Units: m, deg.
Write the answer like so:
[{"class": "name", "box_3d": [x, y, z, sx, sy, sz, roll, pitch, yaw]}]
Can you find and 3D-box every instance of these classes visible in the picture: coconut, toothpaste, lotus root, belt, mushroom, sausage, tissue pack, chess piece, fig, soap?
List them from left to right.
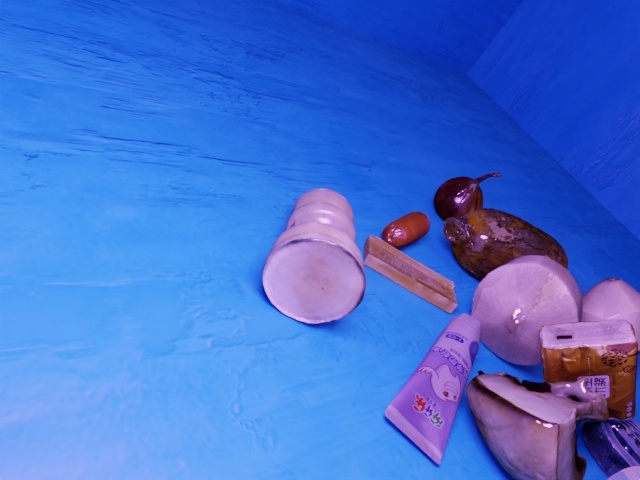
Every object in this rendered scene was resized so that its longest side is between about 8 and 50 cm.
[{"class": "chess piece", "box_3d": [0.000, 0.000, 1.180, 0.182, 0.182, 0.330, 31, 25, -11]}, {"class": "sausage", "box_3d": [0.219, -0.027, 1.525, 0.076, 0.076, 0.197, 46, 31, 14]}, {"class": "soap", "box_3d": [0.210, 0.076, 1.410, 0.252, 0.037, 0.092, 30, 30, -12]}, {"class": "toothpaste", "box_3d": [0.233, 0.265, 1.155, 0.125, 0.080, 0.371, 44, 38, 4]}, {"class": "fig", "box_3d": [0.415, -0.124, 1.784, 0.148, 0.202, 0.149, 29, 64, 11]}, {"class": "lotus root", "box_3d": [0.503, 0.029, 1.632, 0.397, 0.196, 0.179, 21, 28, -21]}, {"class": "mushroom", "box_3d": [0.390, 0.354, 1.141, 0.217, 0.212, 0.292, 7, 14, 41]}, {"class": "coconut", "box_3d": [0.473, 0.159, 1.378, 0.237, 0.237, 0.266, 45, 32, 14]}, {"class": "tissue pack", "box_3d": [0.561, 0.278, 1.261, 0.183, 0.226, 0.092, -6, 29, 16]}, {"class": "coconut", "box_3d": [0.790, 0.210, 1.636, 0.202, 0.222, 0.202, -4, 6, 0]}, {"class": "belt", "box_3d": [0.660, 0.457, 1.309, 0.141, 0.082, 0.190, -14, 56, -42]}]

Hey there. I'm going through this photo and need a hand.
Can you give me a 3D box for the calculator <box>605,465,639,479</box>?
[{"class": "calculator", "box_3d": [0.600, 0.536, 1.126, 0.302, 0.042, 0.188, -15, 60, -32]}]
